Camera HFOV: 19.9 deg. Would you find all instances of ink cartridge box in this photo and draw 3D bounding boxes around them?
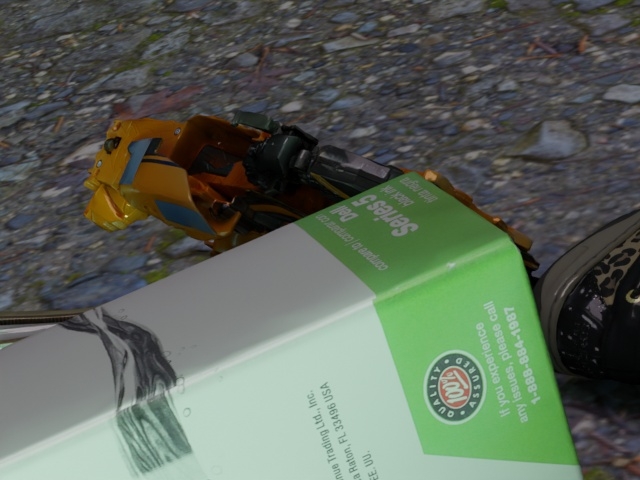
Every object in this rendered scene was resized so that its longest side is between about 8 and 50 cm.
[{"bbox_3d":[-0.036,0.120,0.754,0.272,0.198,0.115,-23,24,-11],"label":"ink cartridge box"}]

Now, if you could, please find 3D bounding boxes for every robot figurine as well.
[{"bbox_3d":[0.000,0.000,1.040,0.291,0.211,0.085,14,76,51],"label":"robot figurine"}]

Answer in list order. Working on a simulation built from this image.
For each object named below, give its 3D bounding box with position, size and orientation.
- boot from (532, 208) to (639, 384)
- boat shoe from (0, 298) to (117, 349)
[{"bbox_3d":[0.243,0.012,0.937,0.236,0.085,0.178,-36,31,-21],"label":"boot"},{"bbox_3d":[-0.166,0.099,1.001,0.302,0.113,0.103,-17,18,1],"label":"boat shoe"}]
